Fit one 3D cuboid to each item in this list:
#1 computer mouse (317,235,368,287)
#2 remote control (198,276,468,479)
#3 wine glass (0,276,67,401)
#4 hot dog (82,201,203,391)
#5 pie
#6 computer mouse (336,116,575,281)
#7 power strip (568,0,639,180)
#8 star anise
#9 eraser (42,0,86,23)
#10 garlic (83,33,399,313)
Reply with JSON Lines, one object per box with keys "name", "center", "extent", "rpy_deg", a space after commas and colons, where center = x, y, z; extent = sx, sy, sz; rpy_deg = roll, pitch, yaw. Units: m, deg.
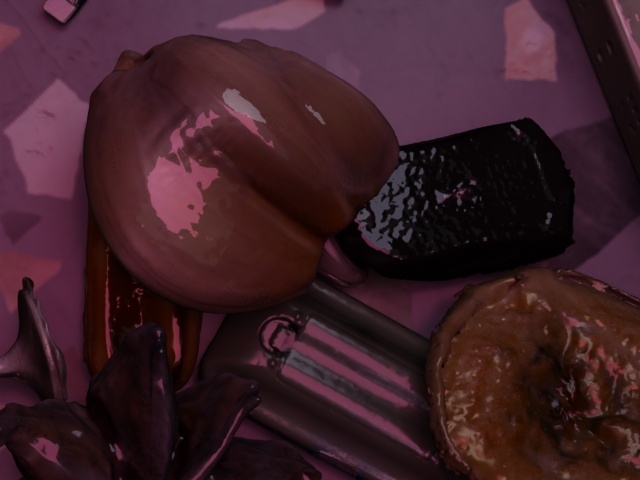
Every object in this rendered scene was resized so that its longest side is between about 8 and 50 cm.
{"name": "computer mouse", "center": [-0.002, 0.001, 1.554], "extent": [0.039, 0.066, 0.096], "rpy_deg": [-34, 89, 15]}
{"name": "remote control", "center": [0.071, 0.141, 1.540], "extent": [0.335, 0.065, 0.128], "rpy_deg": [29, 75, -4]}
{"name": "wine glass", "center": [-0.313, 0.115, 1.448], "extent": [0.232, 0.156, 0.156], "rpy_deg": [-15, 83, -16]}
{"name": "hot dog", "center": [-0.135, 0.003, 1.530], "extent": [0.104, 0.076, 0.250], "rpy_deg": [-3, 77, 10]}
{"name": "pie", "center": [0.205, 0.136, 1.518], "extent": [0.274, 0.055, 0.274], "rpy_deg": [12, 52, -17]}
{"name": "computer mouse", "center": [0.107, -0.029, 1.569], "extent": [0.217, 0.073, 0.122], "rpy_deg": [-11, 79, -16]}
{"name": "power strip", "center": [0.277, -0.130, 1.601], "extent": [0.058, 0.098, 0.338], "rpy_deg": [-20, 84, -11]}
{"name": "star anise", "center": [-0.171, 0.197, 1.432], "extent": [0.359, 0.139, 0.316], "rpy_deg": [-7, 114, -30]}
{"name": "eraser", "center": [-0.192, -0.222, 1.582], "extent": [0.027, 0.019, 0.099], "rpy_deg": [36, 78, -2]}
{"name": "garlic", "center": [-0.076, -0.058, 1.452], "extent": [0.228, 0.110, 0.217], "rpy_deg": [33, 81, -1]}
